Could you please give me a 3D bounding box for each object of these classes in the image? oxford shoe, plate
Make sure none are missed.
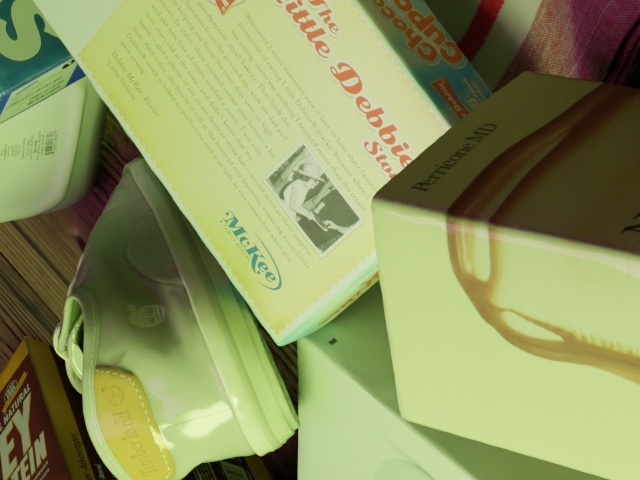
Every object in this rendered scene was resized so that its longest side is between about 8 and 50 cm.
[{"bbox_3d":[-0.120,0.047,1.205,0.449,0.130,0.169,-126,11,-72],"label":"oxford shoe"},{"bbox_3d":[-0.286,-0.074,1.315,0.277,0.278,0.045,113,142,-56],"label":"plate"}]

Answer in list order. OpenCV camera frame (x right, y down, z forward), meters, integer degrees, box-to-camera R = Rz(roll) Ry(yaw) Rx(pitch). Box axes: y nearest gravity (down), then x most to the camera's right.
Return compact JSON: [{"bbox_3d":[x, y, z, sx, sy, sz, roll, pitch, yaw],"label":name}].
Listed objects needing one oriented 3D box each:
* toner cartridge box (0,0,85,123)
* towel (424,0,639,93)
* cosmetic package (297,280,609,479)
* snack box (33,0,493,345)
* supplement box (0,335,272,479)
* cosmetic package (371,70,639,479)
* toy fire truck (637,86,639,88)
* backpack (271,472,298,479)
[{"bbox_3d":[-0.255,-0.262,1.189,0.348,0.165,0.075,54,150,2],"label":"toner cartridge box"},{"bbox_3d":[0.042,-0.184,0.954,0.329,0.037,0.237,47,149,16],"label":"towel"},{"bbox_3d":[0.106,0.158,1.097,0.224,0.138,0.225,38,145,29],"label":"cosmetic package"},{"bbox_3d":[-0.047,-0.121,0.990,0.187,0.060,0.322,-42,80,38],"label":"snack box"},{"bbox_3d":[-0.139,0.196,1.220,0.129,0.194,0.191,-55,34,17],"label":"supplement box"},{"bbox_3d":[0.188,0.027,0.765,0.296,0.153,0.129,12,126,33],"label":"cosmetic package"},{"bbox_3d":[0.180,0.004,0.923,0.135,0.047,0.192,50,150,10],"label":"toy fire truck"},{"bbox_3d":[0.002,0.324,1.370,0.263,0.213,0.276,52,150,-15],"label":"backpack"}]
